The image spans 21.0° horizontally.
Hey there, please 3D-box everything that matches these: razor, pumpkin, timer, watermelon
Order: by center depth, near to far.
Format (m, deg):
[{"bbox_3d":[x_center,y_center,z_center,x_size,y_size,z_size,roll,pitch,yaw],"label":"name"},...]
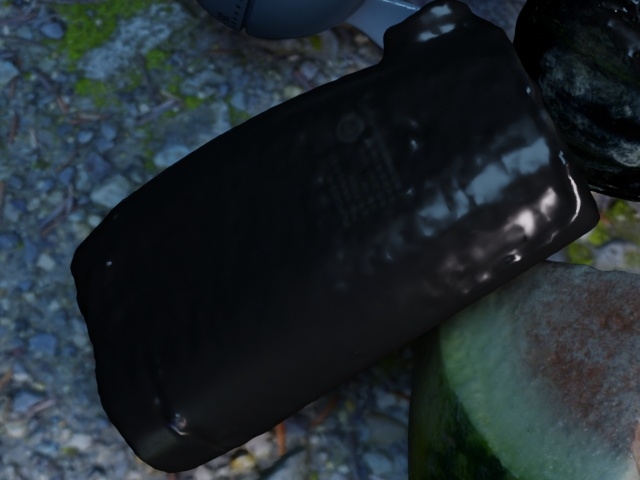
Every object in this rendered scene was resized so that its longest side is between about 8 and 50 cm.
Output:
[{"bbox_3d":[0.164,0.141,1.041,0.232,0.193,0.310,-21,44,10],"label":"watermelon"},{"bbox_3d":[-0.001,-0.002,1.053,0.327,0.107,0.189,-31,58,15],"label":"razor"},{"bbox_3d":[0.226,-0.135,1.118,0.163,0.233,0.233,38,68,27],"label":"pumpkin"},{"bbox_3d":[0.016,-0.212,1.231,0.255,0.175,0.175,11,58,-25],"label":"timer"}]
